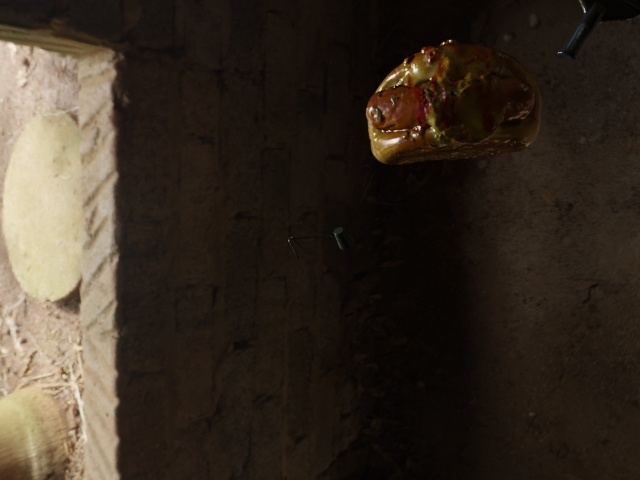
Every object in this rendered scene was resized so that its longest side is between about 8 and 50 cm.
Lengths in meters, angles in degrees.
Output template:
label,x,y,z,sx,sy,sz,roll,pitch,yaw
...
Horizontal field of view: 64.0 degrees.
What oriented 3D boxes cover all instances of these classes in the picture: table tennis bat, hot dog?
label,x,y,z,sx,sy,sz,roll,pitch,yaw
table tennis bat,0.483,-0.413,0.864,0.150,0.027,0.236,32,99,4
hot dog,0.188,-0.194,0.743,0.257,0.153,0.150,-4,78,16

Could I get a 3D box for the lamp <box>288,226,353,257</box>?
label,x,y,z,sx,sy,sz,roll,pitch,yaw
lamp,0.001,0.000,1.032,0.121,0.054,0.041,-15,42,20
